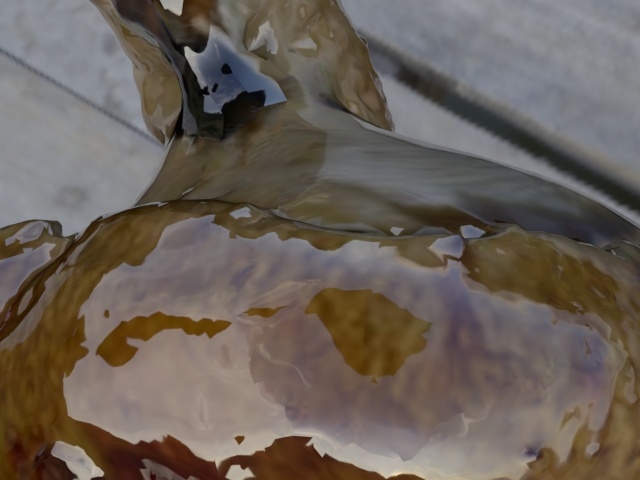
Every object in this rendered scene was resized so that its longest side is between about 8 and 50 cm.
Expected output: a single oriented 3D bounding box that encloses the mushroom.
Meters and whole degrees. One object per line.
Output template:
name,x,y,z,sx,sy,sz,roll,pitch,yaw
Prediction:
mushroom,0.012,0.032,0.585,0.267,0.267,0.254,26,92,20
